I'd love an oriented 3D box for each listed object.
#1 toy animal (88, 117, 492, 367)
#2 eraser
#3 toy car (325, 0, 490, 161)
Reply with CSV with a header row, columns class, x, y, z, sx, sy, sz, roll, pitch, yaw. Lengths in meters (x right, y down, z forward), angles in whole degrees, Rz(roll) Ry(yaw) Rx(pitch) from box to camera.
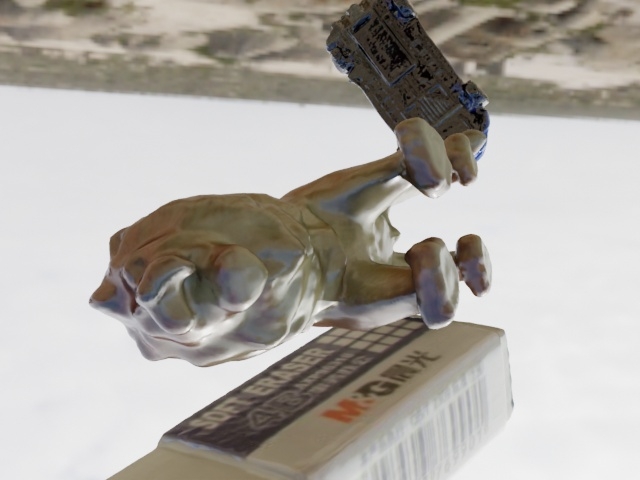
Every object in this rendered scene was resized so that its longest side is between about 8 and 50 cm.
class,x,y,z,sx,sy,sz,roll,pitch,yaw
toy animal,0.000,0.000,0.551,0.157,0.097,0.312,-11,-177,15
eraser,0.004,0.131,0.689,0.124,0.081,0.279,7,-157,37
toy car,0.094,-0.159,1.106,0.216,0.103,0.063,55,-167,17
